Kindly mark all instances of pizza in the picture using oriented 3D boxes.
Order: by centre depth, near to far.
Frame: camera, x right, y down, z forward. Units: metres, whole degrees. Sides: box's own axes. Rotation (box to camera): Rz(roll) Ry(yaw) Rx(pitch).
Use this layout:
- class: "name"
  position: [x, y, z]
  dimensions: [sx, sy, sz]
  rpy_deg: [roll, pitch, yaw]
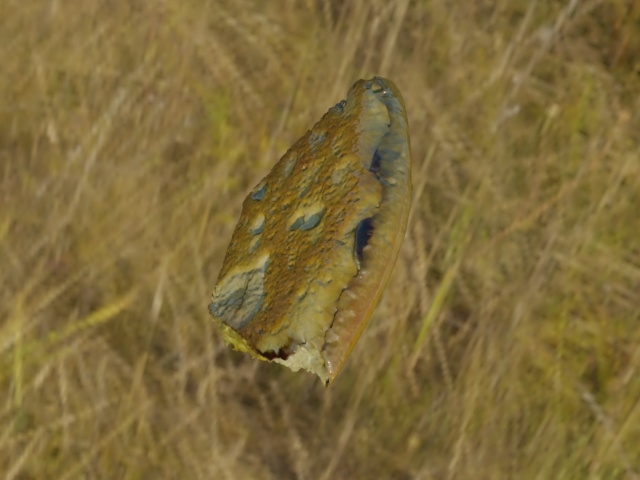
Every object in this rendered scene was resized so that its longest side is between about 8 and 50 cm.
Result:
- class: "pizza"
  position: [0.000, 0.000, 0.799]
  dimensions: [0.036, 0.099, 0.160]
  rpy_deg: [38, 49, -30]
